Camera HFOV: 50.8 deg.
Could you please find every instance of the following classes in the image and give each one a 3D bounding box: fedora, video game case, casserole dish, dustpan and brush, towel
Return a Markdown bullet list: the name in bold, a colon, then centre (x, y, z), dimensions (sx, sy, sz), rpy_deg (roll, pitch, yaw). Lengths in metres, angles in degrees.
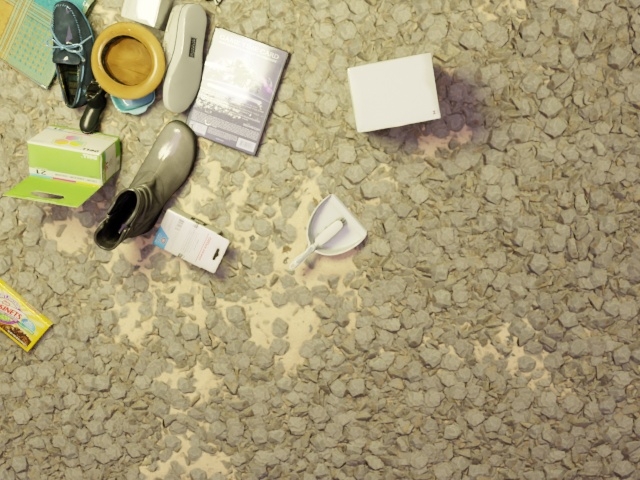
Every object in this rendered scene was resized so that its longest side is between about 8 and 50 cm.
- **fedora**: centre (-0.459, -0.434, 1.644), dimensions (0.194, 0.079, 0.194), rpy_deg (1, 96, 11)
- **video game case**: centre (-0.214, -0.376, 1.705), dimensions (0.196, 0.026, 0.274), rpy_deg (20, 100, 0)
- **casserole dish**: centre (-0.484, -0.413, 1.708), dimensions (0.114, 0.037, 0.188), rpy_deg (-16, 98, 6)
- **dustpan and brush**: centre (0.000, 0.000, 1.740), dimensions (0.211, 0.060, 0.147), rpy_deg (-41, 95, 9)
- **towel**: centre (-0.778, -0.594, 1.694), dimensions (0.370, 0.040, 0.271), rpy_deg (33, 100, -2)

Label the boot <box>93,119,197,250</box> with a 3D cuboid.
- **boot**: centre (-0.421, -0.132, 1.656), dimensions (0.118, 0.223, 0.338), rpy_deg (26, 102, -1)

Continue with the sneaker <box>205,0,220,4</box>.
- **sneaker**: centre (-0.283, -0.612, 1.663), dimensions (0.083, 0.032, 0.037), rpy_deg (29, 100, -1)

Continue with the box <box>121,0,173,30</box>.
- **box**: centre (-0.419, -0.576, 1.642), dimensions (0.087, 0.101, 0.102), rpy_deg (18, 102, 0)

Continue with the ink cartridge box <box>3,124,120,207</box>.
- **ink cartridge box**: centre (-0.623, -0.184, 1.639), dimensions (0.188, 0.255, 0.097), rpy_deg (10, 118, 2)

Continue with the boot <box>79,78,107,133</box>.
- **boot**: centre (-0.568, -0.335, 1.675), dimensions (0.045, 0.099, 0.121), rpy_deg (23, 71, -6)

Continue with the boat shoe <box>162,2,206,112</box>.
- **boat shoe**: centre (-0.354, -0.452, 1.667), dimensions (0.088, 0.096, 0.268), rpy_deg (17, 103, 37)

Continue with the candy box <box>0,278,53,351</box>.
- **candy box**: centre (-0.845, 0.199, 1.843), dimensions (0.206, 0.027, 0.105), rpy_deg (42, 96, -4)

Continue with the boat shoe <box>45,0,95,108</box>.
- **boat shoe**: centre (-0.601, -0.446, 1.642), dimensions (0.109, 0.089, 0.258), rpy_deg (3, 121, 14)

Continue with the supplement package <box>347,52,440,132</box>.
- **supplement package**: centre (0.169, -0.346, 1.597), dimensions (0.194, 0.203, 0.149), rpy_deg (-9, 100, 4)

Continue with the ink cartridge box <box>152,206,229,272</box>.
- **ink cartridge box**: centre (-0.331, -0.001, 1.760), dimensions (0.180, 0.060, 0.104), rpy_deg (27, 100, -1)
